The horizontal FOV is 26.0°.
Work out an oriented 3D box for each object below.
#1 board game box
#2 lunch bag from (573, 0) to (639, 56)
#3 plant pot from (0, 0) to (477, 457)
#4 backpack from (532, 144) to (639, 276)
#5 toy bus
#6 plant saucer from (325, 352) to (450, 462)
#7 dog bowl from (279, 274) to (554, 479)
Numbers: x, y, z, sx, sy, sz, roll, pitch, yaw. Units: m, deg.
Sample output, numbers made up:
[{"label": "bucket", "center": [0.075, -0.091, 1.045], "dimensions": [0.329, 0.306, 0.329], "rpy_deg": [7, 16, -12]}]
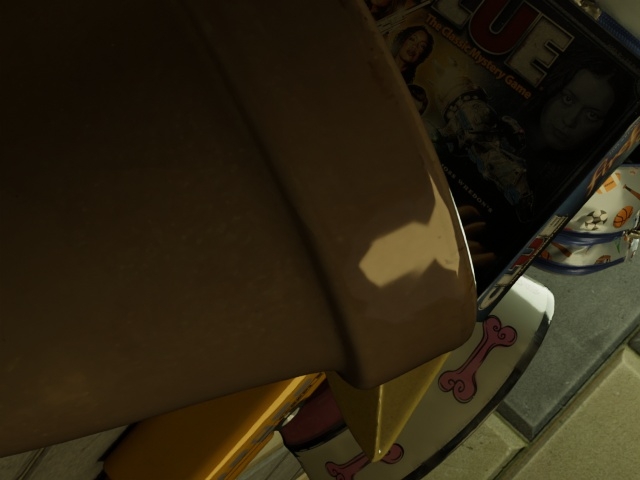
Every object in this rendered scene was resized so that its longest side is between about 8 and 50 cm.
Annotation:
[{"label": "board game box", "center": [0.051, -0.097, 0.767], "dimensions": [0.165, 0.243, 0.042], "rpy_deg": [-50, 159, 12]}, {"label": "lunch bag", "center": [0.176, -0.183, 0.947], "dimensions": [0.115, 0.243, 0.303], "rpy_deg": [-50, 169, 9]}, {"label": "plant pot", "center": [-0.093, -0.020, 0.593], "dimensions": [0.229, 0.263, 0.263], "rpy_deg": [-28, 165, -8]}, {"label": "backpack", "center": [0.271, -0.084, 1.598], "dimensions": [0.263, 0.277, 0.213], "rpy_deg": [-5, 114, -52]}, {"label": "toy bus", "center": [-0.120, 0.202, 1.492], "dimensions": [0.332, 0.108, 0.130], "rpy_deg": [-48, 168, 3]}, {"label": "plant saucer", "center": [0.089, -0.021, 1.278], "dimensions": [0.332, 0.081, 0.332], "rpy_deg": [-50, 149, -50]}, {"label": "dog bowl", "center": [0.103, 0.156, 1.802], "dimensions": [0.408, 0.150, 0.408], "rpy_deg": [-43, -170, 9]}]
